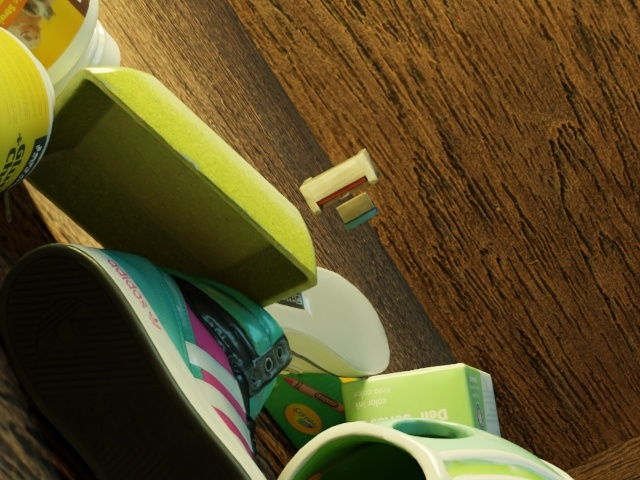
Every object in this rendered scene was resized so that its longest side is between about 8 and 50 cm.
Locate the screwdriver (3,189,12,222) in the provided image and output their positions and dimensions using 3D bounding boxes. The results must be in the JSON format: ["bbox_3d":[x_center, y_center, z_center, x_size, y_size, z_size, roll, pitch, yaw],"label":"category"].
[{"bbox_3d":[-0.226,-0.076,0.751,0.024,0.025,0.170,37,33,-48],"label":"screwdriver"}]

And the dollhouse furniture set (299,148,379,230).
[{"bbox_3d":[0.000,0.000,1.229,0.129,0.183,0.129,60,9,-7],"label":"dollhouse furniture set"}]

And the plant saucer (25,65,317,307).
[{"bbox_3d":[-0.100,-0.029,0.711,0.188,0.045,0.188,42,-29,-13],"label":"plant saucer"}]

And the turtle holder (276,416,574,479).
[{"bbox_3d":[0.089,0.247,0.700,0.227,0.243,0.320,51,-2,-34],"label":"turtle holder"}]

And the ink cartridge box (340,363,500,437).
[{"bbox_3d":[0.117,0.301,0.983,0.207,0.119,0.354,33,48,-72],"label":"ink cartridge box"}]

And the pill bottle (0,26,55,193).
[{"bbox_3d":[-0.200,-0.065,0.557,0.103,0.103,0.184,60,9,-9],"label":"pill bottle"}]

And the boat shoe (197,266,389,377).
[{"bbox_3d":[-0.042,0.068,0.918,0.258,0.084,0.095,27,47,-44],"label":"boat shoe"}]

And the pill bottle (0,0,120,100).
[{"bbox_3d":[-0.222,-0.163,0.675,0.215,0.117,0.117,47,16,-49],"label":"pill bottle"}]

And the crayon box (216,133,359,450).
[{"bbox_3d":[-0.062,0.050,1.053,0.278,0.081,0.165,57,10,-26],"label":"crayon box"}]

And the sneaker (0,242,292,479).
[{"bbox_3d":[-0.068,0.133,0.663,0.296,0.123,0.178,61,18,9],"label":"sneaker"}]
